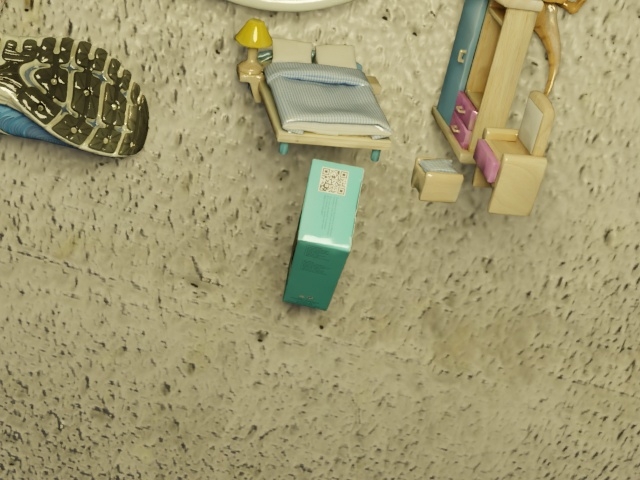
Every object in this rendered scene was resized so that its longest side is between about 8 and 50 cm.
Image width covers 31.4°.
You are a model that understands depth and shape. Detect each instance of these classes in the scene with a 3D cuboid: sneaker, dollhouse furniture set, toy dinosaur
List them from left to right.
[{"bbox_3d":[-0.365,-0.184,1.371,0.330,0.147,0.129,21,73,-21],"label":"sneaker"},{"bbox_3d":[0.071,-0.189,1.241,0.304,0.286,0.198,4,120,-13],"label":"dollhouse furniture set"},{"bbox_3d":[0.266,-0.273,1.360,0.112,0.064,0.211,-27,95,27],"label":"toy dinosaur"}]

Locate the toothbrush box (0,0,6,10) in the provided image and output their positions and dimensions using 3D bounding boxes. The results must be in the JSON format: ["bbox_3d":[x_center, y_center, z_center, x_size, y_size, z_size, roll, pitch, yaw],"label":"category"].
[{"bbox_3d":[-0.462,-0.399,1.248,0.283,0.122,0.206,21,150,-6],"label":"toothbrush box"}]

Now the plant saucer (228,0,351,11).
[{"bbox_3d":[-0.030,-0.453,1.249,0.401,0.100,0.400,-5,127,-6],"label":"plant saucer"}]

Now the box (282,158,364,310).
[{"bbox_3d":[0.000,0.000,1.338,0.060,0.244,0.100,11,70,-2],"label":"box"}]
